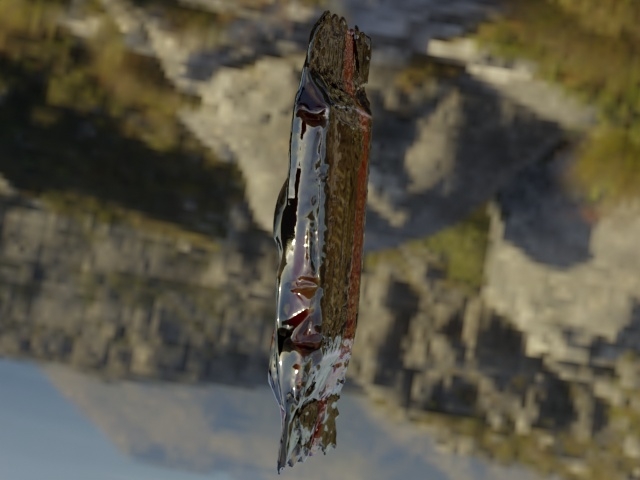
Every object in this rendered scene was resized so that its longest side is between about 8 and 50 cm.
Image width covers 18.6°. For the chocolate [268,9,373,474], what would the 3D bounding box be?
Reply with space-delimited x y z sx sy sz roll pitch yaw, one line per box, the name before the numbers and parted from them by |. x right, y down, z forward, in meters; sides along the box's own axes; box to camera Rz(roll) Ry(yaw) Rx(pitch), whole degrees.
chocolate | 0.000 0.000 0.787 0.028 0.183 0.086 3 -177 17
